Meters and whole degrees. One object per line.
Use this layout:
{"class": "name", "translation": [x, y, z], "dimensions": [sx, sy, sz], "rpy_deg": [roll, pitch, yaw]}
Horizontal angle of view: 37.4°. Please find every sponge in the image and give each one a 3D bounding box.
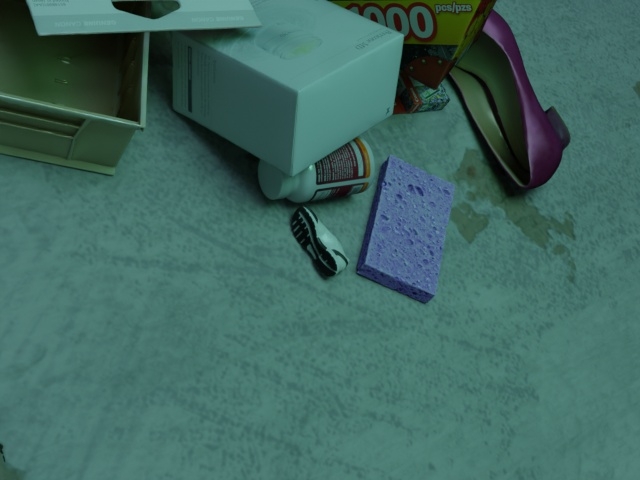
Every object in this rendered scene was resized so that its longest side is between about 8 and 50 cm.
{"class": "sponge", "translation": [0.127, -0.019, 1.380], "dimensions": [0.117, 0.031, 0.210], "rpy_deg": [25, 53, -13]}

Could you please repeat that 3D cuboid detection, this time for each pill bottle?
{"class": "pill bottle", "translation": [-0.006, -0.099, 1.319], "dimensions": [0.152, 0.086, 0.086], "rpy_deg": [-10, 68, -33]}

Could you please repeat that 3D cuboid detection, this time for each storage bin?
{"class": "storage bin", "translation": [-0.358, -0.243, 1.191], "dimensions": [0.260, 0.123, 0.262], "rpy_deg": [11, 58, -23]}

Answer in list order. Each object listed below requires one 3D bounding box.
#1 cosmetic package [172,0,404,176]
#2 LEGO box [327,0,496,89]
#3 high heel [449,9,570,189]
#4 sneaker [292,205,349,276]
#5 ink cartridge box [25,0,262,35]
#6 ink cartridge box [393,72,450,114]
{"class": "cosmetic package", "translation": [-0.045, -0.229, 1.290], "dimensions": [0.225, 0.138, 0.224], "rpy_deg": [32, 46, 25]}
{"class": "LEGO box", "translation": [0.059, -0.516, 1.357], "dimensions": [0.500, 0.372, 0.193], "rpy_deg": [32, 48, 8]}
{"class": "high heel", "translation": [0.263, -0.257, 1.529], "dimensions": [0.377, 0.127, 0.181], "rpy_deg": [47, 40, -1]}
{"class": "sneaker", "translation": [0.000, 0.000, 1.300], "dimensions": [0.044, 0.040, 0.109], "rpy_deg": [-17, 74, -52]}
{"class": "ink cartridge box", "translation": [-0.254, -0.347, 1.190], "dimensions": [0.296, 0.066, 0.261], "rpy_deg": [-10, 67, -32]}
{"class": "ink cartridge box", "translation": [0.148, -0.239, 1.524], "dimensions": [0.115, 0.029, 0.062], "rpy_deg": [-11, 68, -34]}
